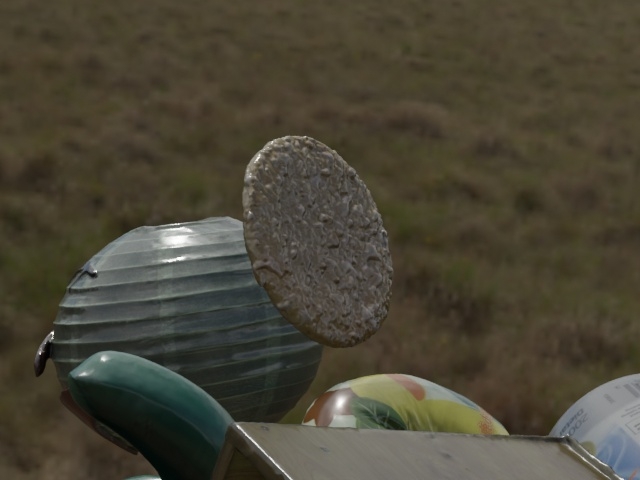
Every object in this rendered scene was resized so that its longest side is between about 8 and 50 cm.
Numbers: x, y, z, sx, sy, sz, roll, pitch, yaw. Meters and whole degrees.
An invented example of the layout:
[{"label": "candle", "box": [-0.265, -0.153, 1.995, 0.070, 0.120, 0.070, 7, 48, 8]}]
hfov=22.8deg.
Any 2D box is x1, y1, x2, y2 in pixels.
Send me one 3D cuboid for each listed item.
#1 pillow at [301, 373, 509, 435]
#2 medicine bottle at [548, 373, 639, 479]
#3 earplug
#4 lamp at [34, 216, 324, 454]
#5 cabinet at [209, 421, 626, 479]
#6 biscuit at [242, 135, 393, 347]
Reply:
[{"label": "pillow", "box": [0.086, 0.208, 1.356, 0.214, 0.086, 0.233, 7, 39, -23]}, {"label": "medicine bottle", "box": [0.237, 0.190, 0.940, 0.157, 0.157, 0.289, 5, 11, -10]}, {"label": "earplug", "box": [-0.157, 0.236, 1.090, 0.164, 0.280, 0.257, 41, -17, 17]}, {"label": "lamp", "box": [-0.124, 0.096, 1.486, 0.265, 0.233, 0.233, -5, 15, -37]}, {"label": "cabinet", "box": [0.055, 0.195, 0.721, 0.215, 0.175, 0.148, 8, 20, -39]}, {"label": "biscuit", "box": [0.000, 0.000, 0.844, 0.015, 0.120, 0.120, -22, -10, 37]}]
